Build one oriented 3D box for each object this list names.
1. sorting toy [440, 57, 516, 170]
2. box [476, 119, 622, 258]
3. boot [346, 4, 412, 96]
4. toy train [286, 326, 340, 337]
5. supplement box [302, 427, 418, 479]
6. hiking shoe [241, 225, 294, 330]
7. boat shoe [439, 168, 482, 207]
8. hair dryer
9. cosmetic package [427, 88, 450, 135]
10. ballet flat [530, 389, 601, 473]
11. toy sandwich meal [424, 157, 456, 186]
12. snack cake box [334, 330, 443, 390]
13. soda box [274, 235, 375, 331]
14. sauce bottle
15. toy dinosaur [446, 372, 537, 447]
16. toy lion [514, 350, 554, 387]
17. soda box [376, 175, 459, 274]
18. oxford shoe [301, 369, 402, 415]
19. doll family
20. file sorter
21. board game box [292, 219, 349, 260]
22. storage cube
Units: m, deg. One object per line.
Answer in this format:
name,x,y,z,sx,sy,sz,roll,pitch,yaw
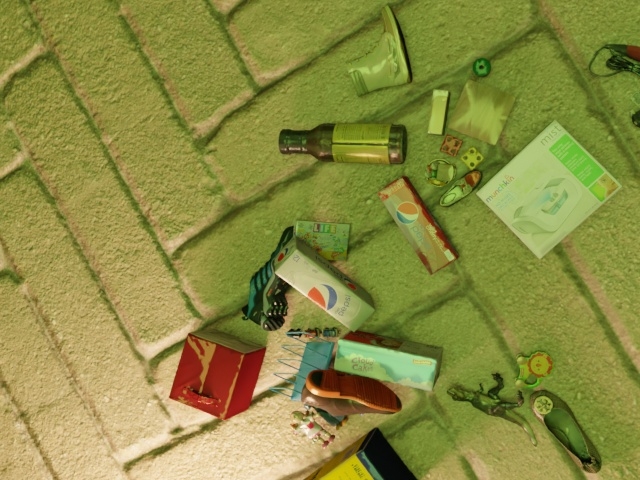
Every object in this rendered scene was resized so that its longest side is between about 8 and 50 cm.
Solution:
sorting toy,0.415,-0.321,1.865,0.132,0.046,0.274,23,100,13
box,0.564,-0.129,1.798,0.262,0.127,0.231,-44,84,16
boot,0.143,-0.502,1.916,0.165,0.077,0.213,-13,93,19
toy train,-0.021,0.262,2.040,0.158,0.036,0.027,-4,93,16
supplement box,0.061,0.711,1.968,0.356,0.195,0.194,-39,83,14
hiking shoe,-0.140,0.096,2.025,0.132,0.113,0.304,18,89,35
boat shoe,0.369,-0.137,1.894,0.137,0.043,0.049,-40,81,14
hair dryer,0.821,-0.436,1.722,0.293,0.080,0.223,-36,83,15
cosmetic package,0.311,-0.334,1.888,0.041,0.060,0.115,9,98,15
ballet flat,0.634,0.495,1.856,0.084,0.058,0.250,-38,84,15
toy sandwich meal,0.317,-0.179,1.912,0.086,0.029,0.085,1,94,16
snack cake box,0.184,0.316,1.924,0.264,0.152,0.089,10,97,16
soda box,0.011,0.117,1.927,0.286,0.098,0.091,38,105,-19
sauce bottle,0.058,-0.264,1.940,0.344,0.111,0.111,5,96,15
toy dinosaur,0.473,0.427,1.898,0.268,0.064,0.118,28,116,12
toy lion,0.559,0.337,1.883,0.096,0.034,0.100,4,96,8
soda box,0.260,-0.042,1.906,0.083,0.092,0.263,-34,85,16
oxford shoe,0.080,0.414,1.891,0.271,0.097,0.098,17,123,-11
doll family,0.020,0.446,2.013,0.163,0.118,0.263,41,113,-5
file sorter,-0.055,0.342,1.963,0.118,0.104,0.170,-11,56,51
board game box,0.000,0.000,1.976,0.154,0.026,0.103,3,96,-19
storage cube,-0.287,0.371,2.039,0.184,0.215,0.193,17,92,15
